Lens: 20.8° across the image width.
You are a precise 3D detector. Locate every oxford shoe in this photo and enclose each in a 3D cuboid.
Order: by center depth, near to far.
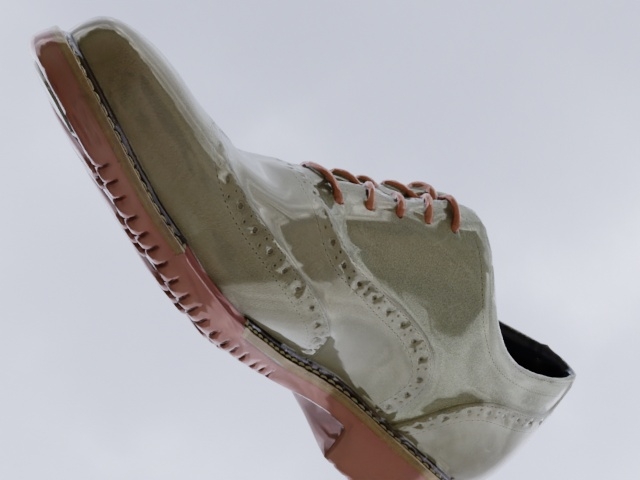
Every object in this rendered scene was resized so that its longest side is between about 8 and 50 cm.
[{"bbox_3d":[0.000,0.000,0.920,0.146,0.397,0.140,-39,-138,4],"label":"oxford shoe"}]
